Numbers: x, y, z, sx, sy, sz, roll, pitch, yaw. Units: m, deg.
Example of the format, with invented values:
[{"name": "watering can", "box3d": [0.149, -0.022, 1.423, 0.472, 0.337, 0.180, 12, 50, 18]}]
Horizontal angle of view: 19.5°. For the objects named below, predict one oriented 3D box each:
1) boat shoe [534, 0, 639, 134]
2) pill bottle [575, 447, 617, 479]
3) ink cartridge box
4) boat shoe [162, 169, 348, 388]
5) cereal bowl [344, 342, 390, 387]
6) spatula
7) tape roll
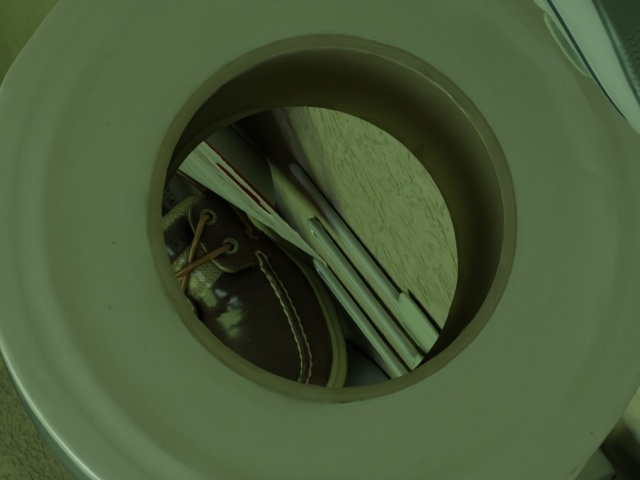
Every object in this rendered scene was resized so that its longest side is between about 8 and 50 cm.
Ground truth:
[{"name": "boat shoe", "box3d": [0.080, -0.127, 0.637, 0.076, 0.083, 0.226, 36, 154, 60]}, {"name": "pill bottle", "box3d": [0.170, 0.203, 1.000, 0.184, 0.103, 0.103, 56, 167, 18]}, {"name": "ink cartridge box", "box3d": [-0.089, -0.085, 1.384, 0.224, 0.056, 0.181, 30, 169, 47]}, {"name": "boat shoe", "box3d": [-0.102, 0.016, 1.525, 0.123, 0.123, 0.342, 18, -147, -49]}, {"name": "cereal bowl", "box3d": [0.040, 0.261, 1.572, 0.339, 0.141, 0.339, 54, 166, 20]}, {"name": "spatula", "box3d": [0.045, 0.062, 1.371, 0.242, 0.019, 0.168, 51, 166, 34]}, {"name": "tape roll", "box3d": [0.000, 0.000, 0.785, 0.286, 0.286, 0.100, 59, 167, 5]}]
